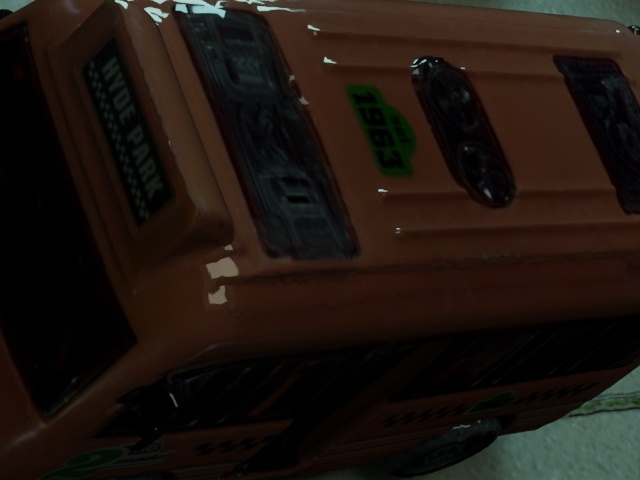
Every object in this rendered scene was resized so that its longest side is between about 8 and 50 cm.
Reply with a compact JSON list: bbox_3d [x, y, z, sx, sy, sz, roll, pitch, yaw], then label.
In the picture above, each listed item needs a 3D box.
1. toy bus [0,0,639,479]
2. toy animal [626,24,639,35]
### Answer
[{"bbox_3d":[0.000,0.000,0.870,0.427,0.233,0.203,-3,63,-44],"label":"toy bus"},{"bbox_3d":[0.308,-0.056,1.322,0.217,0.073,0.176,24,61,-22],"label":"toy animal"}]
